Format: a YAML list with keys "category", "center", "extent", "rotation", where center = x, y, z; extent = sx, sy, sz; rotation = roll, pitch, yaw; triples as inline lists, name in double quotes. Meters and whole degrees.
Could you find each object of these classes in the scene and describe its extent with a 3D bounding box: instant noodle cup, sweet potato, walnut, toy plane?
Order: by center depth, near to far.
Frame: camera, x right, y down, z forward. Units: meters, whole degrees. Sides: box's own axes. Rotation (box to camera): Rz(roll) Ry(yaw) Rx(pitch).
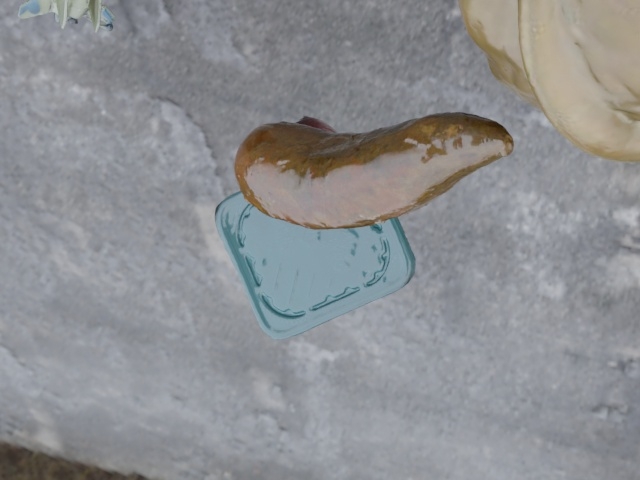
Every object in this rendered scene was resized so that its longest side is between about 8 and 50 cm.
- category: "walnut"
  center: [0.241, -0.195, 0.791]
  extent: [0.296, 0.285, 0.285]
  rotation: [12, 148, 51]
- category: "sweet potato"
  center: [0.033, -0.055, 0.935]
  extent: [0.292, 0.097, 0.097]
  rotation: [3, 141, 44]
- category: "toy plane"
  center: [-0.223, -0.318, 1.096]
  extent: [0.192, 0.088, 0.262]
  rotation: [3, 130, -28]
- category: "instant noodle cup"
  center: [0.000, 0.000, 1.112]
  extent: [0.179, 0.070, 0.157]
  rotation: [-25, 84, 18]

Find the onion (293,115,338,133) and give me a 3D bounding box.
- category: "onion"
  center: [-0.012, -0.032, 1.616]
  extent: [0.120, 0.227, 0.283]
  rotation: [17, 137, 10]
